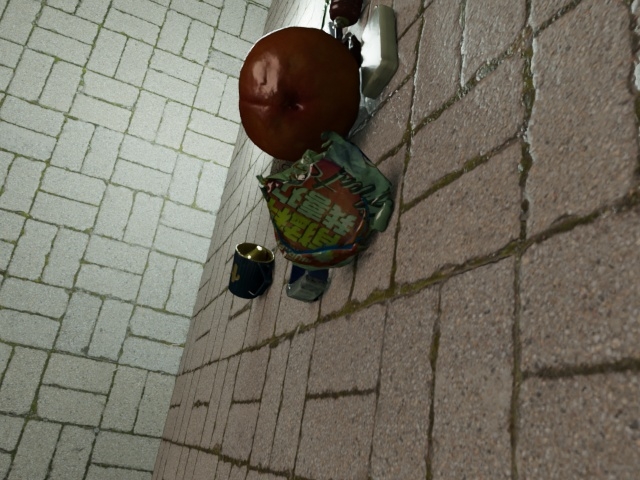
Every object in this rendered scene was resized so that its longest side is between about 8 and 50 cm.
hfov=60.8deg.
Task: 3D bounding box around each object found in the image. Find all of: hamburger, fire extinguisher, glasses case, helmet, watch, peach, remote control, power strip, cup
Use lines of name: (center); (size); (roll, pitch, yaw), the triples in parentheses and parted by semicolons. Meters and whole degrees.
hamburger: (0.020, -0.079, 1.153); (0.276, 0.260, 0.150); (-30, 7, 16)
fire extinguisher: (0.089, -0.753, 1.710); (0.138, 0.102, 0.343); (50, -129, -73)
glasses case: (-0.090, -0.286, 1.801); (0.355, 0.085, 0.137); (141, 143, -60)
helmet: (0.086, -0.516, 1.528); (0.098, 0.070, 0.123); (-29, 39, 55)
watch: (0.004, -0.001, 1.338); (0.276, 0.068, 0.274); (-49, 25, 51)
peach: (-0.057, -0.372, 1.395); (0.342, 0.343, 0.301); (-63, -2, 26)
remote control: (0.036, -0.664, 1.839); (0.087, 0.047, 0.244); (-55, 27, 34)
power strip: (0.143, -0.476, 1.368); (0.118, 0.046, 0.270); (126, 153, -51)
cup: (-0.226, 0.114, 1.810); (0.176, 0.131, 0.155); (43, 122, 42)

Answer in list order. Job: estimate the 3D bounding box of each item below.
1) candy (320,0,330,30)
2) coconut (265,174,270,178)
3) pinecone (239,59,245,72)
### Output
candy: (0.022, -0.896, 2.076); (0.077, 0.073, 0.261); (11, 91, 45)
coconut: (-0.167, -0.225, 2.015); (0.133, 0.055, 0.158); (173, 114, -71)
pinecone: (-0.222, -0.723, 2.338); (0.246, 0.246, 0.292); (130, 153, -49)
